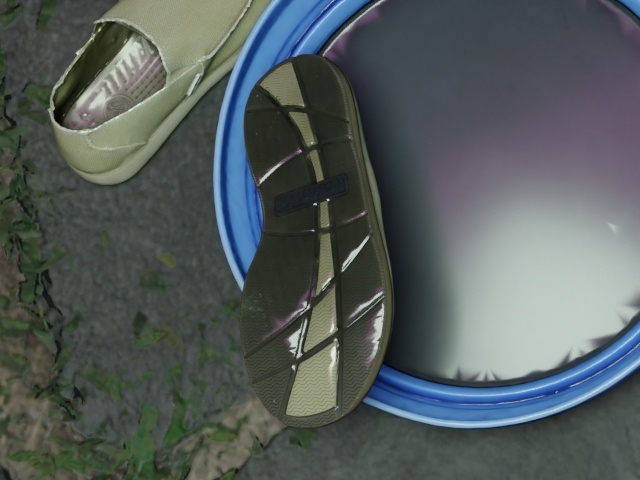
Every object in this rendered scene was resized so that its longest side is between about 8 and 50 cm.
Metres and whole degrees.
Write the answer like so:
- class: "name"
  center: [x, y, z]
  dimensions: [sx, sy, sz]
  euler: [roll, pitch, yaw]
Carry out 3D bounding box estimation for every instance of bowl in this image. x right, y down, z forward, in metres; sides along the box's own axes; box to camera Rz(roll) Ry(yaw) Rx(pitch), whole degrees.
- class: "bowl"
  center: [0.116, -0.056, 1.276]
  dimensions: [0.391, 0.077, 0.391]
  euler: [-2, 82, 15]

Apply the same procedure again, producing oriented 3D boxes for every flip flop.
- class: "flip flop"
  center: [0.000, 0.000, 1.225]
  dimensions: [0.112, 0.080, 0.277]
  euler: [-14, 64, 17]

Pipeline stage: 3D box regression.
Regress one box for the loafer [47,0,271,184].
- class: "loafer"
  center: [-0.117, -0.162, 1.342]
  dimensions: [0.102, 0.092, 0.268]
  euler: [34, 92, 16]
